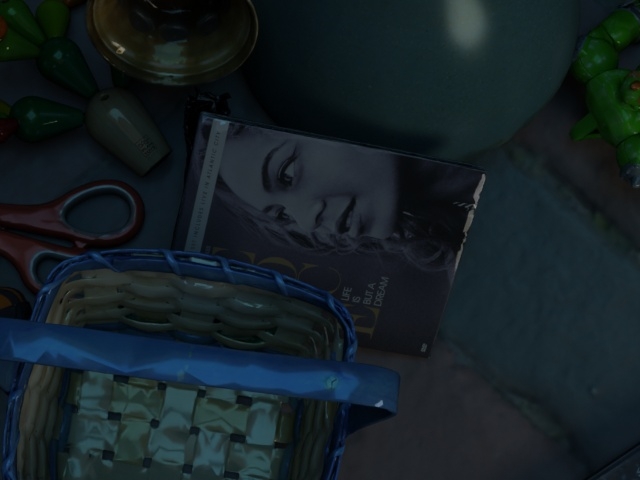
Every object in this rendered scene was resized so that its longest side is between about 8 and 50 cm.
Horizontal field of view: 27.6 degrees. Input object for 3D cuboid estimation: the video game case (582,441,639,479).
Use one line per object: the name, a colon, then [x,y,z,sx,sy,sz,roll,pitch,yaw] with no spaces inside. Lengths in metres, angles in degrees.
video game case: [0.249,0.275,1.003,0.274,0.026,0.196,-30,80,-13]

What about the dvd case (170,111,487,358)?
dvd case: [0.000,0.000,0.992,0.221,0.018,0.164,11,112,-11]

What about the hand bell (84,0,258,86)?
hand bell: [-0.108,-0.250,1.019,0.126,0.126,0.242,5,52,-6]

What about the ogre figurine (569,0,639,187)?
ogre figurine: [0.276,-0.113,1.087,0.118,0.097,0.197,-14,91,-29]

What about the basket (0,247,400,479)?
basket: [-0.097,0.103,0.871,0.255,0.289,0.201,10,78,-7]

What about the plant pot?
plant pot: [0.061,-0.225,1.005,0.290,0.195,0.290,-2,68,5]

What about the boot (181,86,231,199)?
boot: [-0.088,-0.051,1.017,0.045,0.099,0.121,1,74,-5]

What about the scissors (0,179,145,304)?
scissors: [-0.278,-0.008,1.022,0.297,0.021,0.109,6,75,-7]

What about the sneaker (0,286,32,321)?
sneaker: [-0.376,0.017,0.938,0.321,0.124,0.180,-6,83,-11]

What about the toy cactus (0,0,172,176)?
toy cactus: [-0.186,-0.133,1.038,0.180,0.112,0.219,47,64,-3]
